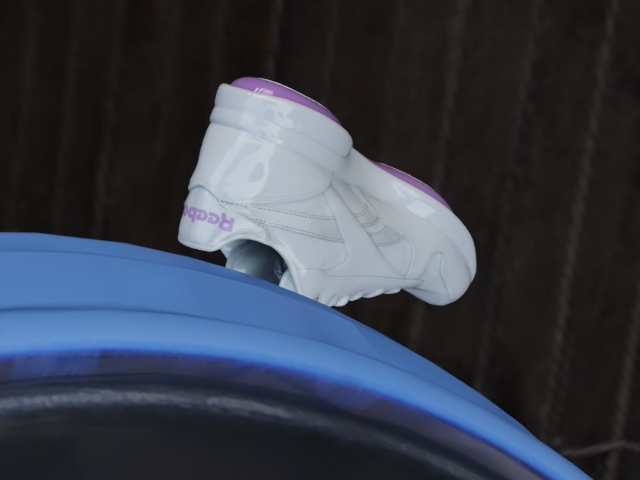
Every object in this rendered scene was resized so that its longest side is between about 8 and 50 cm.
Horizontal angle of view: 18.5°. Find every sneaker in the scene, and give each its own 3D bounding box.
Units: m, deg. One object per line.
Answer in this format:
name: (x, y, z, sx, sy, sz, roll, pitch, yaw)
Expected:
sneaker: (0.000, 0.000, 1.428, 0.114, 0.305, 0.152, 15, 78, 42)

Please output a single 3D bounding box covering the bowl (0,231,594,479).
bowl: (-0.056, 0.194, 0.352, 0.077, 0.391, 0.391, 2, 98, 62)
